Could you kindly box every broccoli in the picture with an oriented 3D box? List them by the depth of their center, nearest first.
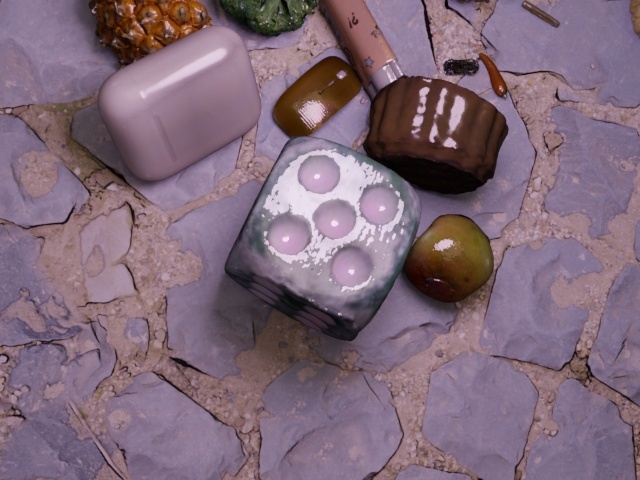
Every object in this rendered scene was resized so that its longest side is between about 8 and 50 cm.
[{"bbox_3d":[-0.107,-0.616,1.694,0.270,0.270,0.270,-1,91,-35],"label":"broccoli"}]

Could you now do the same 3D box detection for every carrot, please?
[{"bbox_3d":[0.452,-0.429,1.879,0.035,0.035,0.142,-20,77,-13],"label":"carrot"}]

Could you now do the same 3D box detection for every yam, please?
[{"bbox_3d":[0.592,-0.608,1.939,0.116,0.021,0.021,32,76,-3],"label":"yam"}]

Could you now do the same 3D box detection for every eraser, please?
[{"bbox_3d":[0.100,-0.488,1.754,0.087,0.171,0.290,-28,86,-6],"label":"eraser"}]

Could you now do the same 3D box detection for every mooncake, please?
[{"bbox_3d":[0.259,-0.230,1.666,0.324,0.324,0.187,17,82,-7],"label":"mooncake"}]

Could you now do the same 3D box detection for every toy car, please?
[{"bbox_3d":[0.364,-0.447,1.867,0.093,0.025,0.041,-1,82,-7],"label":"toy car"}]

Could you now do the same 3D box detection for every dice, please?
[{"bbox_3d":[0.000,0.000,1.567,0.330,0.328,0.348,25,77,-5],"label":"dice"}]

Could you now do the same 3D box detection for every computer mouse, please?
[{"bbox_3d":[-0.005,-0.354,1.771,0.245,0.056,0.126,-43,91,-16],"label":"computer mouse"}]

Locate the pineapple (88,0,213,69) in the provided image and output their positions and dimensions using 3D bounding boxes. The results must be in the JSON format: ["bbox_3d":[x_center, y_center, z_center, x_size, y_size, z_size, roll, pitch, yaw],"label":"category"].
[{"bbox_3d":[-0.406,-0.498,1.604,0.344,0.286,0.209,30,76,-3],"label":"pineapple"}]

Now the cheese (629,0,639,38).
[{"bbox_3d":[0.953,-0.630,1.964,0.226,0.117,0.214,3,86,-14],"label":"cheese"}]

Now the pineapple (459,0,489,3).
[{"bbox_3d":[0.375,-0.685,1.846,0.166,0.166,0.193,-37,90,-14],"label":"pineapple"}]

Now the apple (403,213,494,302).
[{"bbox_3d":[0.308,0.047,1.705,0.188,0.174,0.207,44,92,2],"label":"apple"}]

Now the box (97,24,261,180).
[{"bbox_3d":[-0.301,-0.299,1.598,0.349,0.289,0.141,-32,56,-14],"label":"box"}]
